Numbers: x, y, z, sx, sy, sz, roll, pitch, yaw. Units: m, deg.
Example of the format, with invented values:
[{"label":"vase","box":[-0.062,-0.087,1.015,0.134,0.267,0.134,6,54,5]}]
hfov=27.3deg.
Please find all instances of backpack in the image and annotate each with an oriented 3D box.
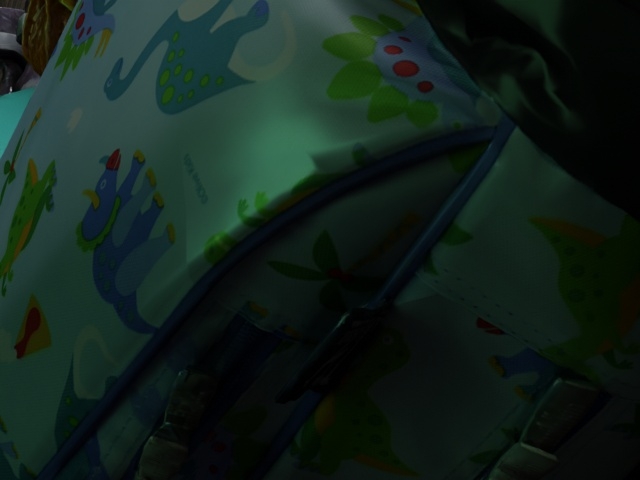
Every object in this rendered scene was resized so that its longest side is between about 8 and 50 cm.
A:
[{"label":"backpack","box":[0.000,0.000,0.476,0.290,0.273,0.356,-105,28,-42]}]

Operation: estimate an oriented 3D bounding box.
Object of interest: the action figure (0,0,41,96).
[{"label":"action figure","box":[-0.327,-0.134,1.448,0.185,0.099,0.285,-23,56,51]}]

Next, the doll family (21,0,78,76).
[{"label":"doll family","box":[-0.063,-0.117,0.655,0.118,0.263,0.163,32,87,22]}]

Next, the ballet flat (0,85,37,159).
[{"label":"ballet flat","box":[-0.246,0.002,1.130,0.147,0.147,0.409,-62,24,21]}]
